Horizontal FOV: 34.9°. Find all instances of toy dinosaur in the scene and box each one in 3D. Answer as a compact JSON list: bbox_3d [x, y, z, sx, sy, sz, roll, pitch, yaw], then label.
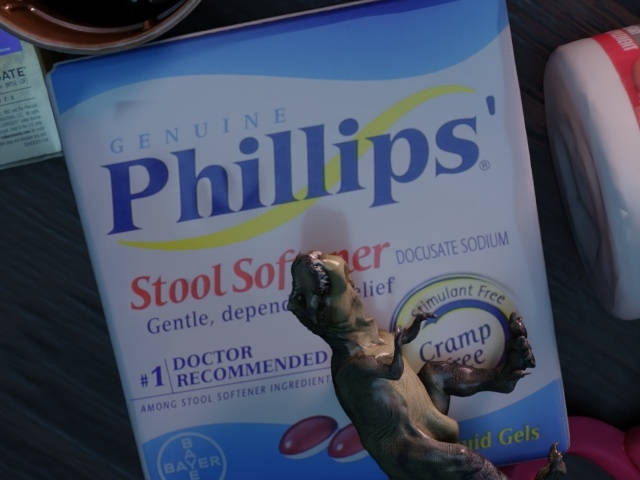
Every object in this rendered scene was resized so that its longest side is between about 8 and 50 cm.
[{"bbox_3d":[0.071,0.110,0.575,0.118,0.064,0.268,-18,105,13],"label":"toy dinosaur"}]

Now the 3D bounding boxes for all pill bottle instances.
[{"bbox_3d":[0.310,-0.071,0.611,0.319,0.176,0.176,-14,103,5],"label":"pill bottle"}]

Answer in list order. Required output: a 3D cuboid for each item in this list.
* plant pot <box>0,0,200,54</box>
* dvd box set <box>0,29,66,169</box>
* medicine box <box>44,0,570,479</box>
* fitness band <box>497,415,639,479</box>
[{"bbox_3d":[-0.123,-0.199,0.603,0.167,0.165,0.166,0,104,1],"label":"plant pot"},{"bbox_3d":[-0.356,-0.228,0.658,0.308,0.062,0.420,-13,103,5],"label":"dvd box set"},{"bbox_3d":[0.000,0.000,0.655,0.264,0.149,0.289,-10,104,5],"label":"medicine box"},{"bbox_3d":[0.214,0.250,0.690,0.291,0.209,0.054,50,145,-8],"label":"fitness band"}]
